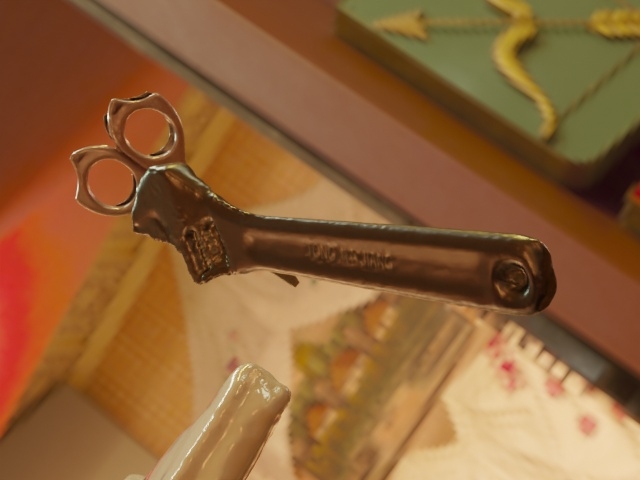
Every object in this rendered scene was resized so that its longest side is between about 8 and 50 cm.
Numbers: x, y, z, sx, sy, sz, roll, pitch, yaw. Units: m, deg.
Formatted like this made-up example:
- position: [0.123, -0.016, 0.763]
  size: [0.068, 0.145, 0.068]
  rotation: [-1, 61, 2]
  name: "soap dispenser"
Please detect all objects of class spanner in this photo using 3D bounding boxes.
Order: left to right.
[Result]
- position: [0.000, 0.000, 0.661]
  size: [0.012, 0.208, 0.046]
  rotation: [-18, -72, -43]
  name: "spanner"

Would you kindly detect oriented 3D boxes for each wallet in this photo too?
- position: [-0.074, 0.121, 0.532]
  size: [0.183, 0.032, 0.124]
  rotation: [-55, 3, -28]
  name: "wallet"

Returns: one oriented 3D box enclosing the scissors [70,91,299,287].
- position: [-0.091, -0.025, 1.323]
  size: [0.100, 0.189, 0.015]
  rotation: [-52, 8, 9]
  name: "scissors"
